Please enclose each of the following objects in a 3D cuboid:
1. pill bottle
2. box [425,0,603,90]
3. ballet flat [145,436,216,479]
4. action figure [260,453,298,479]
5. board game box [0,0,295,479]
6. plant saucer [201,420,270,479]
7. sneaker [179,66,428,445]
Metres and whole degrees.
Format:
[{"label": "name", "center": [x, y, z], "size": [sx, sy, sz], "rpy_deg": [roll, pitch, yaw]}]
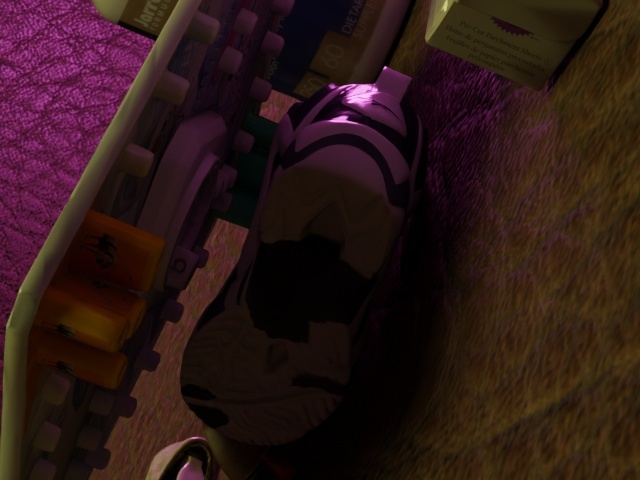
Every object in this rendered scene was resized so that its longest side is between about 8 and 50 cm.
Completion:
[{"label": "pill bottle", "center": [-0.072, -0.205, 1.322], "size": [0.153, 0.265, 0.153], "rpy_deg": [-159, 90, -80]}, {"label": "box", "center": [0.111, -0.211, 0.944], "size": [0.063, 0.067, 0.324], "rpy_deg": [123, 166, -46]}, {"label": "ballet flat", "center": [-0.113, 0.207, 1.279], "size": [0.052, 0.057, 0.168], "rpy_deg": [-40, 29, 50]}, {"label": "action figure", "center": [-0.047, 0.180, 1.066], "size": [0.038, 0.030, 0.115], "rpy_deg": [-169, 98, -75]}, {"label": "board game box", "center": [-0.074, -0.009, 1.047], "size": [0.390, 0.050, 0.390], "rpy_deg": [106, -173, -57]}, {"label": "plant saucer", "center": [-0.037, 0.063, 1.235], "size": [0.198, 0.036, 0.198], "rpy_deg": [-158, 90, -81]}, {"label": "sneaker", "center": [0.000, 0.000, 1.038], "size": [0.153, 0.094, 0.235], "rpy_deg": [-62, -9, -47]}]
